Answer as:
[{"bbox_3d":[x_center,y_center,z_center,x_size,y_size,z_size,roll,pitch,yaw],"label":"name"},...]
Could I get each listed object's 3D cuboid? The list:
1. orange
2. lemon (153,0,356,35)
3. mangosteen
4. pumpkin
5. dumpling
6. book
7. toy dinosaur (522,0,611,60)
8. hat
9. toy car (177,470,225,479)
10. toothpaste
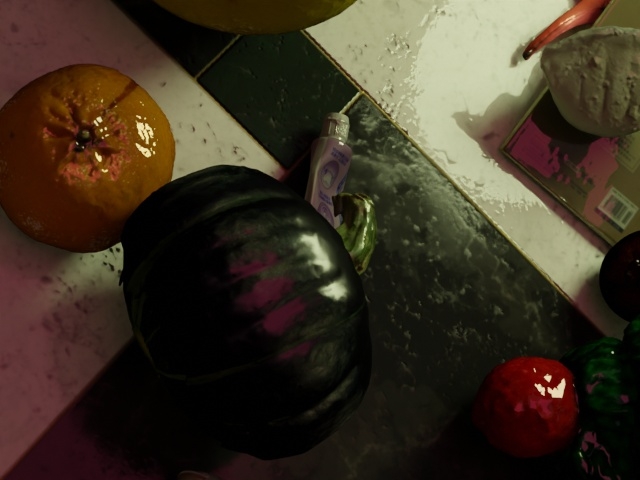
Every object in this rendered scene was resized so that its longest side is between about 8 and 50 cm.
[{"bbox_3d":[-0.239,-0.085,1.271,0.193,0.161,0.193,7,75,-26],"label":"orange"},{"bbox_3d":[-0.078,-0.378,1.329,0.348,0.348,0.348,6,74,-22],"label":"lemon"},{"bbox_3d":[0.413,0.048,1.540,0.140,0.140,0.140,6,74,-22],"label":"mangosteen"},{"bbox_3d":[-0.045,0.060,1.233,0.296,0.296,0.295,6,74,-22],"label":"pumpkin"},{"bbox_3d":[0.356,-0.198,1.518,0.176,0.150,0.092,43,25,-4],"label":"dumpling"},{"bbox_3d":[0.396,-0.167,1.596,0.217,0.021,0.310,39,81,-9],"label":"book"},{"bbox_3d":[0.363,-0.329,1.658,0.286,0.070,0.139,-17,72,-20],"label":"toy dinosaur"},{"bbox_3d":[0.334,0.215,1.430,0.332,0.242,0.274,3,52,1],"label":"hat"},{"bbox_3d":[-0.121,0.290,1.260,0.139,0.112,0.112,47,47,-16],"label":"toy car"},{"bbox_3d":[0.000,0.000,1.415,0.075,0.048,0.301,18,71,-30],"label":"toothpaste"}]
